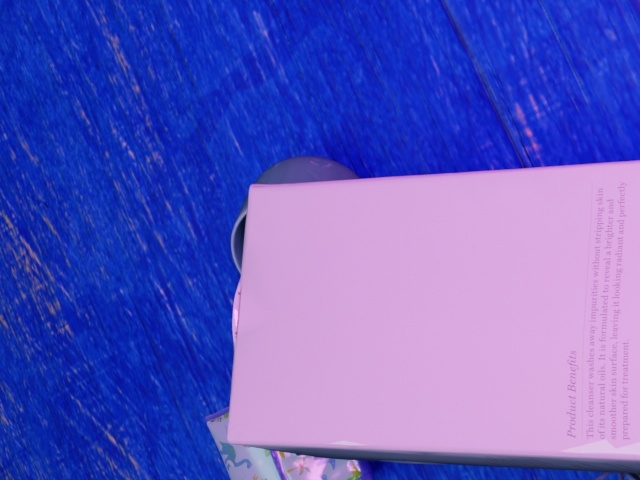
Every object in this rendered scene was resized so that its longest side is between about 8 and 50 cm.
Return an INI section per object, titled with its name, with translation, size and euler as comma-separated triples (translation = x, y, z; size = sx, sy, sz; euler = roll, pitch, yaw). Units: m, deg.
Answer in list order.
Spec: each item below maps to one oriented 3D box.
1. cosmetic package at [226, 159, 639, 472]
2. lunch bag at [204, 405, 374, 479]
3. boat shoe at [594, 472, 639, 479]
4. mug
[cosmetic package]
translation = 0.128, 0.065, 1.044
size = 0.385, 0.156, 0.217
euler = -1, 77, 32
[lunch bag]
translation = -0.027, 0.209, 1.402
size = 0.151, 0.096, 0.129
euler = -27, 82, 32
[boat shoe]
translation = 0.246, 0.143, 1.107
size = 0.089, 0.109, 0.258
euler = -44, 57, 24
[mug]
translation = -0.009, -0.004, 1.292
size = 0.129, 0.097, 0.158
euler = 2, 127, 13
